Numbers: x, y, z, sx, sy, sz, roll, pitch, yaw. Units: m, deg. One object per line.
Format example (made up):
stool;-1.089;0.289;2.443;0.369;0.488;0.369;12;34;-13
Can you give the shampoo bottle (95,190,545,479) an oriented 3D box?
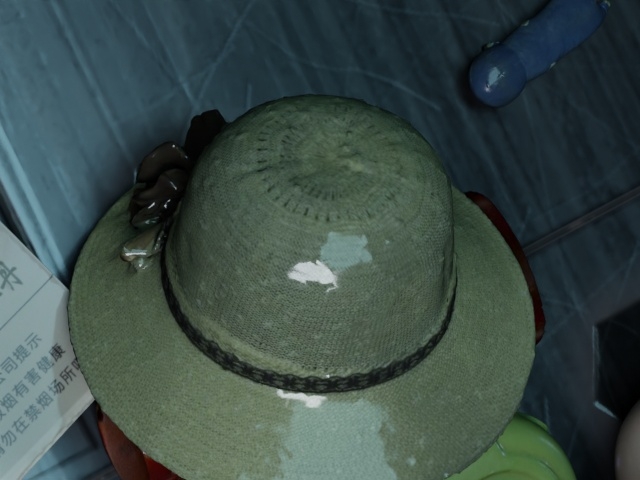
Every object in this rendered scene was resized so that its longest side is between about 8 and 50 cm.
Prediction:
shampoo bottle;0.001;0.064;1.068;0.260;0.064;0.102;-25;90;-25

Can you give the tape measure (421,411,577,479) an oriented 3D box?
tape measure;0.073;0.174;1.044;0.200;0.106;0.175;-41;122;-23

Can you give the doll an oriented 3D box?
doll;0.137;-0.124;1.184;0.125;0.027;0.037;-39;97;-27

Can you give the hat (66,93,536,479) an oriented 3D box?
hat;0.000;0.000;0.984;0.257;0.130;0.257;5;50;-6

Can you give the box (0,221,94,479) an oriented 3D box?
box;-0.204;0.032;1.005;0.198;0.029;0.109;46;67;-10

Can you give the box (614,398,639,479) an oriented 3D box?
box;0.260;0.171;1.149;0.146;0.088;0.200;-26;90;-24
